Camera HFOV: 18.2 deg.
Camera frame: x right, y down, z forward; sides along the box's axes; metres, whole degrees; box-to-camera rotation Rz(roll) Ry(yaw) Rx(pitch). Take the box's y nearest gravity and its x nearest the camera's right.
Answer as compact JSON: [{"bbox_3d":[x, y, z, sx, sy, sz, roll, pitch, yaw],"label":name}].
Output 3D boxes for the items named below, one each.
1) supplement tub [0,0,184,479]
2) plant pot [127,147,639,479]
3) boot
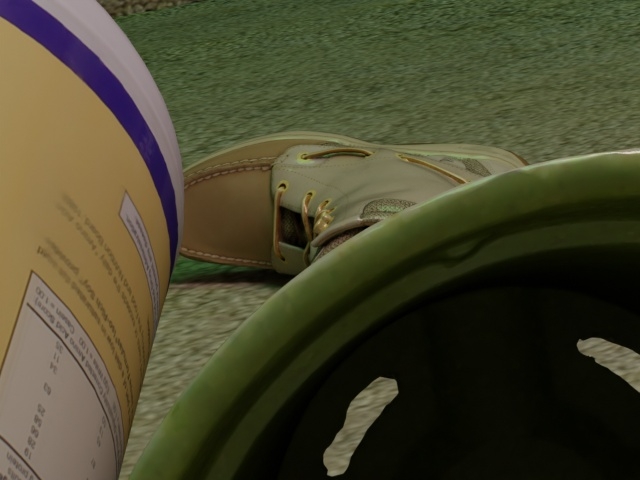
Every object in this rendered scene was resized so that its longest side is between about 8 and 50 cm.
[{"bbox_3d":[-0.182,0.074,0.588,0.241,0.241,0.331,-3,46,14],"label":"supplement tub"},{"bbox_3d":[0.074,0.110,0.576,0.276,0.276,0.254,-7,3,-2],"label":"plant pot"},{"bbox_3d":[0.000,0.000,1.271,0.262,0.095,0.203,1,18,13],"label":"boot"}]
